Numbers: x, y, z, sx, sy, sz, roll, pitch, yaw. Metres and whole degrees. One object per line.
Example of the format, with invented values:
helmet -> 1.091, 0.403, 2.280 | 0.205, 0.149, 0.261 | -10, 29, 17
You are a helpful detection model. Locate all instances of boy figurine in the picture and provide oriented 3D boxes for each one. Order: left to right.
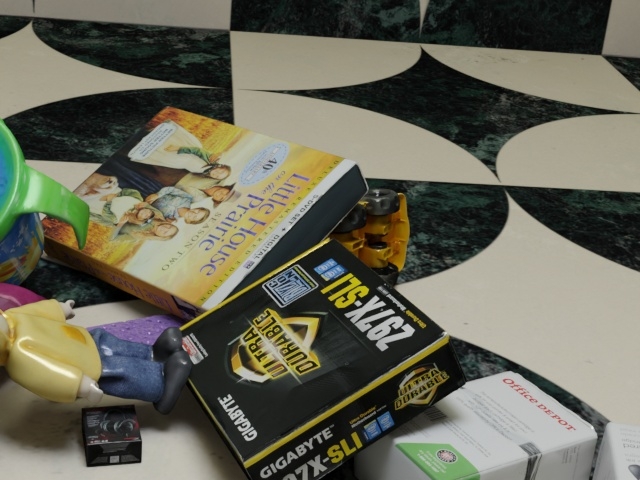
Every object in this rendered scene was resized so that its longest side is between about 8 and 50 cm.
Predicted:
boy figurine -> -0.296, 0.115, 1.338 | 0.285, 0.092, 0.177 | 19, 23, -26

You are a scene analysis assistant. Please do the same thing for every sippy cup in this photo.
sippy cup -> -0.476, -0.031, 1.572 | 0.305, 0.224, 0.240 | 37, 75, 19

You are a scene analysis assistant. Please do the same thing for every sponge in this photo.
sponge -> -0.256, 0.144, 1.510 | 0.210, 0.031, 0.117 | -9, 27, -29

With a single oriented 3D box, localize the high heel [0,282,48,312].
high heel -> -0.531, 0.099, 1.474 | 0.377, 0.127, 0.181 | 8, 10, 11

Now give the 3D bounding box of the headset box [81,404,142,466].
headset box -> -0.239, 0.219, 1.347 | 0.062, 0.032, 0.083 | -1, 27, -15

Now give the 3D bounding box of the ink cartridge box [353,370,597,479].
ink cartridge box -> 0.172, 0.238, 1.318 | 0.219, 0.093, 0.160 | -9, 27, -29

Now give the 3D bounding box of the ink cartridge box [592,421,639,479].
ink cartridge box -> 0.386, 0.314, 1.168 | 0.207, 0.117, 0.283 | 8, 24, 4

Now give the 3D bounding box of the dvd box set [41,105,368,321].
dvd box set -> -0.181, -0.042, 1.693 | 0.420, 0.062, 0.307 | 21, 58, 42

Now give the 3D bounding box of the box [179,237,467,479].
box -> -0.019, 0.137, 1.362 | 0.257, 0.079, 0.322 | -29, 28, -11

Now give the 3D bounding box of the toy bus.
toy bus -> 0.000, 0.000, 1.766 | 0.211, 0.150, 0.220 | 11, 21, 35
